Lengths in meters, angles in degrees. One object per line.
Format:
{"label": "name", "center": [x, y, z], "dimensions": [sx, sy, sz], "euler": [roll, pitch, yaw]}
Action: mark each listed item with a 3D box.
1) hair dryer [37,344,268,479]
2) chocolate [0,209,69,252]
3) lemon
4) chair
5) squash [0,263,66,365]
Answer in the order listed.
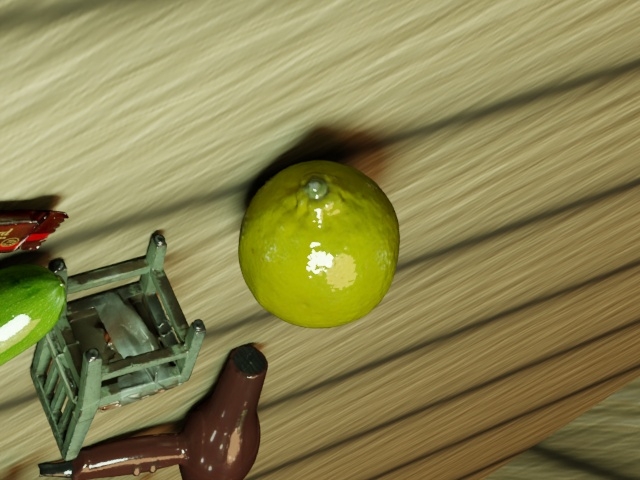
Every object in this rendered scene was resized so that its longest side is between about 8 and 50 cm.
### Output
{"label": "hair dryer", "center": [-0.248, 0.289, 1.892], "dimensions": [0.341, 0.123, 0.312], "euler": [-7, 139, -20]}
{"label": "chocolate", "center": [-0.336, -0.009, 1.233], "dimensions": [0.183, 0.028, 0.086], "euler": [-6, 156, -39]}
{"label": "lemon", "center": [0.000, 0.000, 1.434], "dimensions": [0.184, 0.184, 0.248], "euler": [-20, 150, -19]}
{"label": "chair", "center": [-0.239, 0.129, 1.483], "dimensions": [0.147, 0.136, 0.270], "euler": [-15, 152, -25]}
{"label": "squash", "center": [-0.434, 0.135, 1.331], "dimensions": [0.379, 0.101, 0.101], "euler": [-31, 157, -5]}
